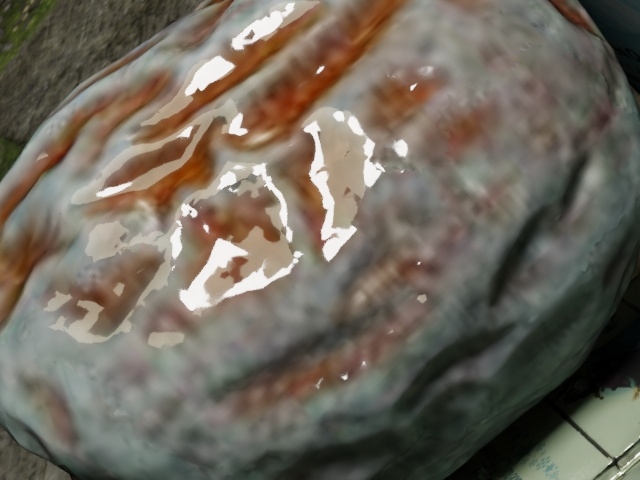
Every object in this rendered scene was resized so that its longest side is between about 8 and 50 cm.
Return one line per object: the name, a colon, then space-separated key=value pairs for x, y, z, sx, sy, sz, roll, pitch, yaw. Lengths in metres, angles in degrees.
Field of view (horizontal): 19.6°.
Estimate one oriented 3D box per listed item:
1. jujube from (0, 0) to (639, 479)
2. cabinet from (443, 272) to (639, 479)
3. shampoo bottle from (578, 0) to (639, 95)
jujube: x=-0.004 y=-0.006 z=0.803 sx=0.308 sy=0.215 sz=0.246 roll=-43 pitch=27 yaw=-9
cabinet: x=0.174 y=0.101 z=0.806 sx=0.206 sy=0.150 sz=0.145 roll=-41 pitch=13 yaw=-1
shampoo bottle: x=0.256 y=-0.202 z=0.886 sx=0.331 sy=0.342 sz=0.331 roll=-29 pitch=40 yaw=27
